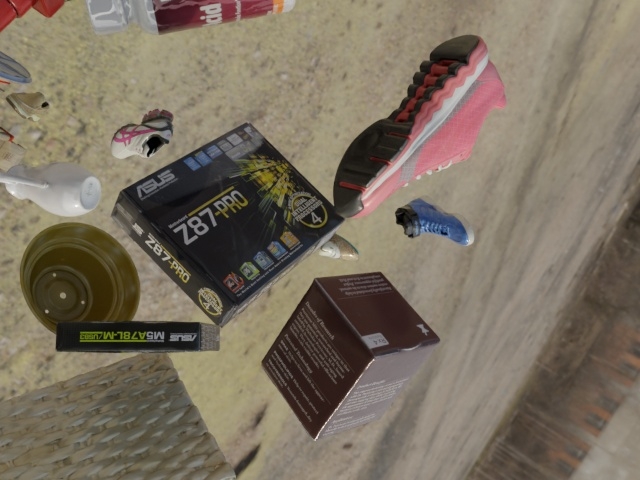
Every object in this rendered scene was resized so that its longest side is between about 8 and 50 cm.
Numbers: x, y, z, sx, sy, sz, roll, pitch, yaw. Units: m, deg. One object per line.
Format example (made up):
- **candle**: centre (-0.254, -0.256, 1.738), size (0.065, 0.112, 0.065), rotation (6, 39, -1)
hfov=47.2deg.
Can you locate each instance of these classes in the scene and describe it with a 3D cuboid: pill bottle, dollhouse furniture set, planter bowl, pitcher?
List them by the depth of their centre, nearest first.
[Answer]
- **planter bowl**: centre (-0.431, 0.084, 1.275), size (0.090, 0.217, 0.217), rotation (-27, -177, 42)
- **pill bottle**: centre (-0.259, -0.522, 1.409), size (0.392, 0.224, 0.224), rotation (-13, 144, -9)
- **pitcher**: centre (-0.626, -0.125, 1.671), size (0.178, 0.207, 0.125), rotation (5, 95, -72)
- **dollhouse furniture set**: centre (-0.854, -0.271, 1.772), size (0.262, 0.259, 0.135), rotation (-55, 159, 0)

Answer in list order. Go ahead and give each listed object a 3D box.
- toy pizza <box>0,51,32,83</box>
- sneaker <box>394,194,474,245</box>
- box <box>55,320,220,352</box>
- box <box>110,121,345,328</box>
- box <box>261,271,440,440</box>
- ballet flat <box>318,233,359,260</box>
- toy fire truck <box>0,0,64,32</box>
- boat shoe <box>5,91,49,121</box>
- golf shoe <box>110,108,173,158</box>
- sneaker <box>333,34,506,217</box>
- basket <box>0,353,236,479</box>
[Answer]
- **toy pizza**: centre (-0.610, -0.322, 1.290), size (0.032, 0.201, 0.201), rotation (-58, 159, 11)
- **sneaker**: centre (0.189, -0.023, 1.265), size (0.084, 0.152, 0.058), rotation (-24, 131, -22)
- **box**: centre (-0.240, 0.133, 1.005), size (0.191, 0.184, 0.045), rotation (96, -4, -82)
- **box**: centre (-0.176, -0.048, 1.515), size (0.395, 0.318, 0.097), rotation (-38, 169, -44)
- **box**: centre (0.045, 0.182, 1.184), size (0.168, 0.167, 0.203), rotation (-2, 133, -46)
- **ballet flat**: centre (0.000, 0.000, 1.835), size (0.067, 0.206, 0.073), rotation (-46, 165, -35)
- **toy fire truck**: centre (-0.440, -0.312, 0.891), size (0.246, 0.217, 0.158), rotation (-54, 178, -17)
- **boat shoe**: centre (-0.726, -0.347, 1.836), size (0.072, 0.068, 0.190), rotation (-36, -171, -3)
- **golf shoe**: centre (-0.396, -0.215, 1.602), size (0.067, 0.186, 0.086), rotation (24, 52, -46)
- **sneaker**: centre (0.152, -0.134, 1.028), size (0.314, 0.116, 0.136), rotation (-49, 120, -3)
- **basket**: centre (-0.304, 0.383, 1.069), size (0.331, 0.328, 0.266), rotation (-16, 127, -26)
